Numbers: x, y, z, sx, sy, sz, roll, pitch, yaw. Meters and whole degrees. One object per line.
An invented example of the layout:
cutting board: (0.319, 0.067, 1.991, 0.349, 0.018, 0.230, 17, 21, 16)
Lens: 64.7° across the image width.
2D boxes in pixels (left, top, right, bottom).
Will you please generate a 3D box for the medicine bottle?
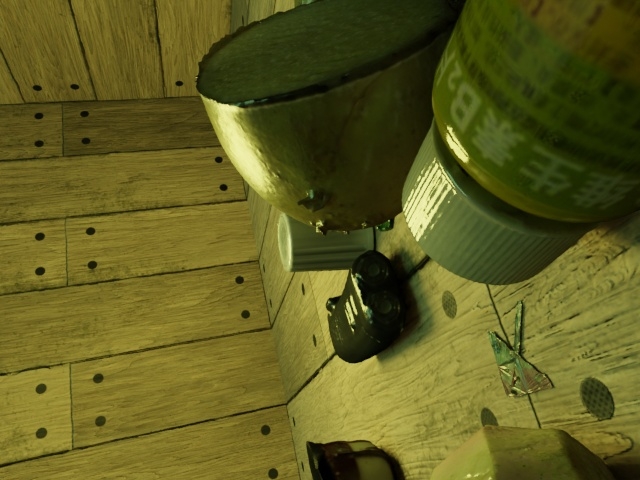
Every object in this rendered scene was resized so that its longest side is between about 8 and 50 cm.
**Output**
medicine bottle: (0.212, -0.130, 0.423, 0.384, 0.224, 0.225, 107, 152, -57)

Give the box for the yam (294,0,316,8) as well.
yam: (0.014, -0.542, 1.047, 0.161, 0.161, 0.268, -152, 57, -71)

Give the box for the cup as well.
cup: (0.004, 0.011, 1.234, 0.221, 0.201, 0.167, 105, 155, -51)

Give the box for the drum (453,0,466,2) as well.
drum: (0.212, -0.312, 0.651, 0.130, 0.049, 0.253, 137, 121, -70)

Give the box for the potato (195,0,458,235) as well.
potato: (0.030, -0.197, 0.831, 0.442, 0.385, 0.320, -117, 6, -51)

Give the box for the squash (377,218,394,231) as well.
squash: (0.093, -0.200, 1.024, 0.101, 0.101, 0.379, 138, 122, -71)

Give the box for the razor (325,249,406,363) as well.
razor: (0.099, 0.162, 1.138, 0.327, 0.107, 0.189, 113, 146, -62)

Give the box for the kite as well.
kite: (0.276, 0.160, 0.706, 0.137, 0.005, 0.153, -132, 38, -59)

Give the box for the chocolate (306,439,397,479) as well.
chocolate: (0.090, 0.603, 1.223, 0.283, 0.186, 0.284, 164, 90, -77)

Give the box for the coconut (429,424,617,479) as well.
coconut: (0.230, 0.346, 0.564, 0.259, 0.259, 0.260, 173, 90, -74)
